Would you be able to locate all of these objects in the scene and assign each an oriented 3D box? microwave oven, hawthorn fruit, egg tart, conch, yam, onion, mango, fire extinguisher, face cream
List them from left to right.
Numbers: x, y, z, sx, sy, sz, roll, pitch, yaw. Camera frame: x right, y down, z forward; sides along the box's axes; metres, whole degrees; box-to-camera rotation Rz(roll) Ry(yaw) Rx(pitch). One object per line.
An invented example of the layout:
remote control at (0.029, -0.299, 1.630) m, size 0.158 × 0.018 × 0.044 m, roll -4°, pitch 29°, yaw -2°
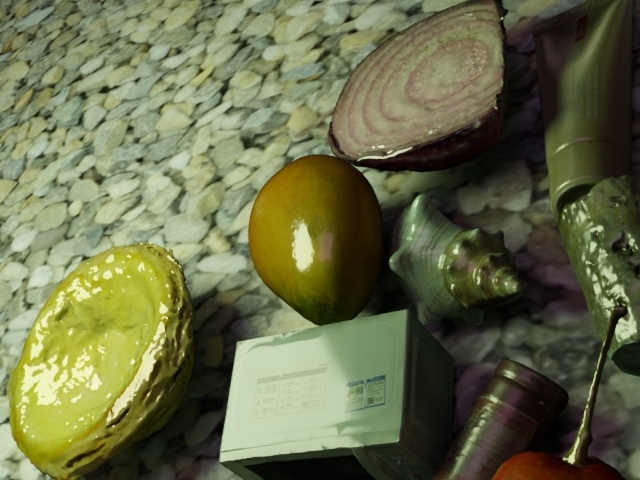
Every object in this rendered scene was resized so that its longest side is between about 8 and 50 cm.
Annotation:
egg tart at (-0.253, 0.154, 1.243) m, size 0.315 × 0.120 × 0.315 m, roll -23°, pitch 49°, yaw 30°
mango at (0.000, -0.007, 1.141) m, size 0.254 × 0.139 × 0.175 m, roll -145°, pitch 59°, yaw -68°
microwave oven at (0.021, 0.173, 1.037) m, size 0.208 × 0.122 × 0.162 m, roll -13°, pitch 52°, yaw 28°
onion at (0.134, -0.158, 1.215) m, size 0.247 × 0.111 × 0.250 m, roll -20°, pitch 42°, yaw 32°
conch at (0.120, 0.024, 1.068) m, size 0.234 × 0.137 × 0.114 m, roll 20°, pitch 55°, yaw 37°
fire extinguisher at (0.132, 0.226, 0.929) m, size 0.075 × 0.106 × 0.252 m, roll 24°, pitch 74°, yaw 38°
hawthorn fruit at (0.206, 0.196, 0.848) m, size 0.165 × 0.165 × 0.285 m, roll 3°, pitch 71°, yaw 37°
face cream at (0.297, -0.162, 1.132) m, size 0.137 × 0.084 × 0.341 m, roll -23°, pitch 40°, yaw 33°
yam at (0.299, 0.040, 0.950) m, size 0.107 × 0.107 × 0.194 m, roll -25°, pitch 48°, yaw 19°
